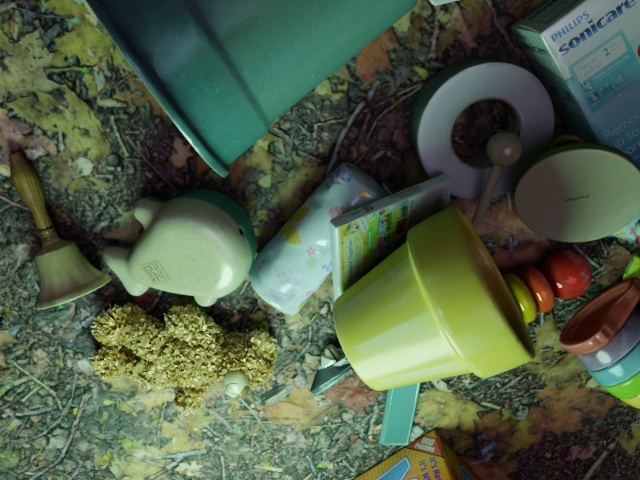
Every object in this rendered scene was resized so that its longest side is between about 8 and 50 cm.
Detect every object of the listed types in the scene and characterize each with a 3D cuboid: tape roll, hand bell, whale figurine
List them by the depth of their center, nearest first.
[{"bbox_3d":[0.255,-0.180,0.965,0.219,0.072,0.219,-2,114,-5],"label":"tape roll"},{"bbox_3d":[-0.446,-0.024,0.966,0.126,0.126,0.241,-18,103,3],"label":"hand bell"},{"bbox_3d":[-0.228,0.009,0.991,0.272,0.141,0.216,-17,117,30],"label":"whale figurine"}]

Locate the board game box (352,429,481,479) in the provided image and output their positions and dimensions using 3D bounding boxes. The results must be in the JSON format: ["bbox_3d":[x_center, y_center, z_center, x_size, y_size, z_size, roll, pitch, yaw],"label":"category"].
[{"bbox_3d":[0.219,0.691,1.200,0.357,0.356,0.356,-36,112,11],"label":"board game box"}]

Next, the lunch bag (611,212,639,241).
[{"bbox_3d":[0.528,-0.044,1.064,0.083,0.053,0.071,17,110,-4],"label":"lunch bag"}]

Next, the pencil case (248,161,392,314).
[{"bbox_3d":[0.000,0.000,1.000,0.124,0.113,0.273,31,109,-31],"label":"pencil case"}]

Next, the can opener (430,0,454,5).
[{"bbox_3d":[0.280,-0.402,0.861,0.281,0.093,0.074,-15,114,-4],"label":"can opener"}]

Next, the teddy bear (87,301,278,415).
[{"bbox_3d":[-0.248,0.214,1.076,0.338,0.113,0.245,27,111,-16],"label":"teddy bear"}]

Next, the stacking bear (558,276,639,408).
[{"bbox_3d":[0.595,0.237,1.081,0.289,0.164,0.175,44,67,6],"label":"stacking bear"}]

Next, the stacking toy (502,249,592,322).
[{"bbox_3d":[0.330,0.112,1.084,0.330,0.141,0.141,-28,114,0],"label":"stacking toy"}]

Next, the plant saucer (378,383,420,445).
[{"bbox_3d":[0.165,0.345,1.225,0.067,0.018,0.192,3,115,-7],"label":"plant saucer"}]

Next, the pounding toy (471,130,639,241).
[{"bbox_3d":[0.369,-0.102,0.934,0.237,0.110,0.182,9,136,9],"label":"pounding toy"}]

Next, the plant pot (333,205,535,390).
[{"bbox_3d":[0.162,0.111,0.924,0.239,0.254,0.254,-30,114,19],"label":"plant pot"}]

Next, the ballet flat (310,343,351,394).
[{"bbox_3d":[0.050,0.216,1.133,0.203,0.074,0.074,-35,113,17],"label":"ballet flat"}]

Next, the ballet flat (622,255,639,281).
[{"bbox_3d":[0.681,0.064,1.119,0.231,0.077,0.077,5,97,-5],"label":"ballet flat"}]

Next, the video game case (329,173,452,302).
[{"bbox_3d":[0.114,0.013,0.986,0.206,0.026,0.227,-22,140,-16],"label":"video game case"}]

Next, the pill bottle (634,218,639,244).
[{"bbox_3d":[0.665,0.106,0.946,0.210,0.210,0.362,-20,88,4],"label":"pill bottle"}]

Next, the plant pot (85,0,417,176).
[{"bbox_3d":[-0.081,-0.311,0.749,0.334,0.341,0.341,-33,113,1],"label":"plant pot"}]

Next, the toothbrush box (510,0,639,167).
[{"bbox_3d":[0.468,-0.268,0.916,0.216,0.126,0.295,-35,112,10],"label":"toothbrush box"}]
